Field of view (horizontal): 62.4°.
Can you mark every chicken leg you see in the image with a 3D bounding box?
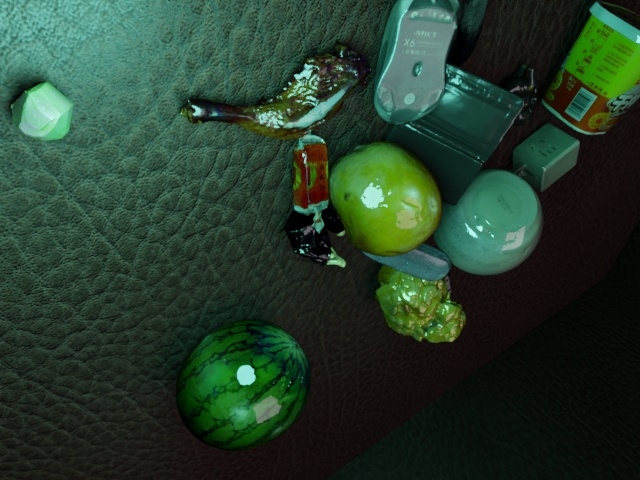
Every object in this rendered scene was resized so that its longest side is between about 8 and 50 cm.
[{"bbox_3d":[-0.068,-0.269,1.038,0.407,0.096,0.157,-22,135,-21],"label":"chicken leg"}]

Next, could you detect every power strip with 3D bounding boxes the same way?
[{"bbox_3d":[0.734,-0.263,1.779,0.224,0.140,0.139,-38,147,-7],"label":"power strip"}]

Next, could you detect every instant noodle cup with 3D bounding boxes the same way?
[{"bbox_3d":[0.838,-0.492,1.553,0.294,0.293,0.307,-11,142,-37],"label":"instant noodle cup"}]

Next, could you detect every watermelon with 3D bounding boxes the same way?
[{"bbox_3d":[-0.199,0.377,1.394,0.364,0.363,0.363,-26,142,-22],"label":"watermelon"}]

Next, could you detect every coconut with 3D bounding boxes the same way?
[{"bbox_3d":[-0.416,-0.190,0.796,0.081,0.082,0.083,52,43,-31],"label":"coconut"}]

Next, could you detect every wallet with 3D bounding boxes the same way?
[{"bbox_3d":[0.301,-0.257,1.289,0.322,0.247,0.041,-62,179,36],"label":"wallet"}]

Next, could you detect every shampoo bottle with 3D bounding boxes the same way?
[{"bbox_3d":[0.504,-0.058,1.606,0.322,0.322,0.317,-41,166,-2],"label":"shampoo bottle"}]

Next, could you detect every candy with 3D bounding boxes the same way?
[{"bbox_3d":[-0.023,-0.148,1.199,0.086,0.059,0.291,-21,120,-33],"label":"candy"}]

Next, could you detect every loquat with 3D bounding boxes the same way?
[{"bbox_3d":[0.156,-0.105,1.273,0.276,0.276,0.283,-34,105,-12],"label":"loquat"}]

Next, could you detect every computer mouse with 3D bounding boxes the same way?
[{"bbox_3d":[0.207,-0.427,1.126,0.167,0.090,0.379,0,129,-20],"label":"computer mouse"}]

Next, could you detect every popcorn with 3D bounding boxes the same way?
[{"bbox_3d":[0.316,0.210,1.743,0.225,0.332,0.264,-43,169,-44],"label":"popcorn"}]

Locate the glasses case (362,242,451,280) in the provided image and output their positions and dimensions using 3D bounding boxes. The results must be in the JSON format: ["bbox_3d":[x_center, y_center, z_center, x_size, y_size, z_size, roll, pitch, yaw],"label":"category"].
[{"bbox_3d":[0.258,0.043,1.592,0.283,0.067,0.109,23,130,-9],"label":"glasses case"}]

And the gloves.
[{"bbox_3d":[0.000,0.000,1.355,0.164,0.124,0.203,-48,141,-25],"label":"gloves"}]

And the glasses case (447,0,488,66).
[{"bbox_3d":[0.305,-0.519,1.142,0.122,0.075,0.314,-26,143,-20],"label":"glasses case"}]

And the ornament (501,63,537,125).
[{"bbox_3d":[0.507,-0.364,1.508,0.236,0.080,0.202,-36,142,-13],"label":"ornament"}]

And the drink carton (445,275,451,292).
[{"bbox_3d":[0.368,0.198,1.956,0.222,0.102,0.134,-39,143,-7],"label":"drink carton"}]
